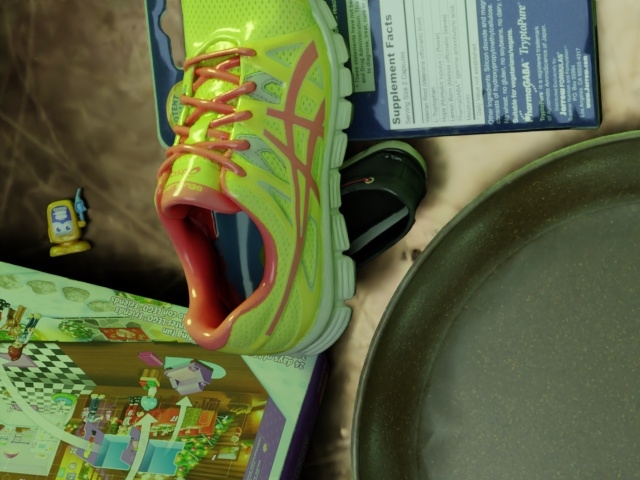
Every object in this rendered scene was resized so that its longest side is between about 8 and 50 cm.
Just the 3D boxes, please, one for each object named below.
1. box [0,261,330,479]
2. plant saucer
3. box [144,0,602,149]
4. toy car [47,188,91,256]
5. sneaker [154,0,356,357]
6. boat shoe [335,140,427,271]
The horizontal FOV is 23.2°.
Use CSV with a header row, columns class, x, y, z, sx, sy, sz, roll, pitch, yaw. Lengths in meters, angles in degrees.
class,x,y,z,sx,sy,sz,roll,pitch,yaw
box,-0.162,0.117,0.809,0.293,0.057,0.200,14,69,11
plant saucer,0.171,0.103,0.744,0.311,0.050,0.310,-1,83,5
box,0.023,-0.117,0.781,0.225,0.036,0.136,-2,100,13
toy car,-0.100,-0.017,0.818,0.122,0.060,0.040,-9,95,15
sneaker,-0.038,-0.042,0.729,0.081,0.094,0.208,-8,92,37
boat shoe,-0.001,-0.001,0.793,0.049,0.042,0.133,43,125,-19
